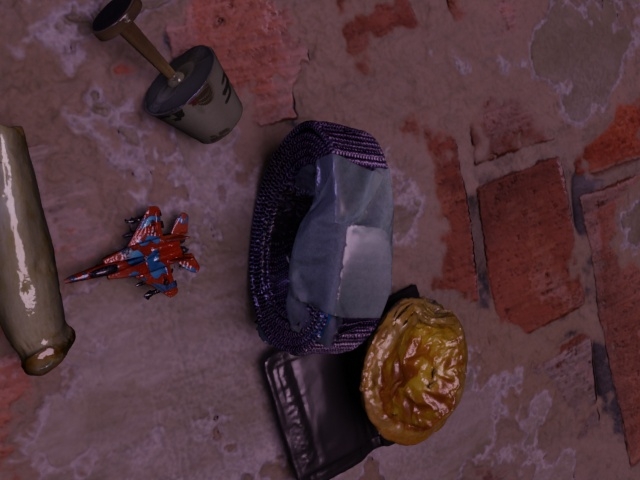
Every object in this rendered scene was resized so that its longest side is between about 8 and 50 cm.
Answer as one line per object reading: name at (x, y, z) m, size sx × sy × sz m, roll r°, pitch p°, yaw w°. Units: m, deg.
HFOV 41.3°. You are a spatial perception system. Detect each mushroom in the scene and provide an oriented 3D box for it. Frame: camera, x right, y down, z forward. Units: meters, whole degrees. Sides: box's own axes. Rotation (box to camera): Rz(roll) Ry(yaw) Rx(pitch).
mushroom at (-0.369, 0.013, 1.042) m, size 0.081 × 0.100 × 0.312 m, roll -11°, pitch 99°, yaw -8°

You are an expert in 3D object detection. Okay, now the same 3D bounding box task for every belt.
belt at (0.000, 0.000, 1.174) m, size 0.122 × 0.260 × 0.325 m, roll 6°, pitch 99°, yaw -31°

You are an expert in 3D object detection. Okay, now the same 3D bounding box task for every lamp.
lamp at (-0.196, -0.222, 1.109) m, size 0.121 × 0.121 × 0.214 m, roll -55°, pitch 131°, yaw -15°

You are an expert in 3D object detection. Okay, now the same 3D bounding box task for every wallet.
wallet at (0.065, 0.238, 1.371) m, size 0.323 × 0.041 × 0.247 m, roll -22°, pitch 107°, yaw -31°

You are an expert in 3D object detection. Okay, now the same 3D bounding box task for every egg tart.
egg tart at (0.137, 0.199, 1.337) m, size 0.241 × 0.106 × 0.241 m, roll -5°, pitch 98°, yaw -40°

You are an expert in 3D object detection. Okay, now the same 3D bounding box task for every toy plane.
toy plane at (-0.255, 0.027, 1.141) m, size 0.189 × 0.061 × 0.130 m, roll -16°, pitch 104°, yaw -25°
